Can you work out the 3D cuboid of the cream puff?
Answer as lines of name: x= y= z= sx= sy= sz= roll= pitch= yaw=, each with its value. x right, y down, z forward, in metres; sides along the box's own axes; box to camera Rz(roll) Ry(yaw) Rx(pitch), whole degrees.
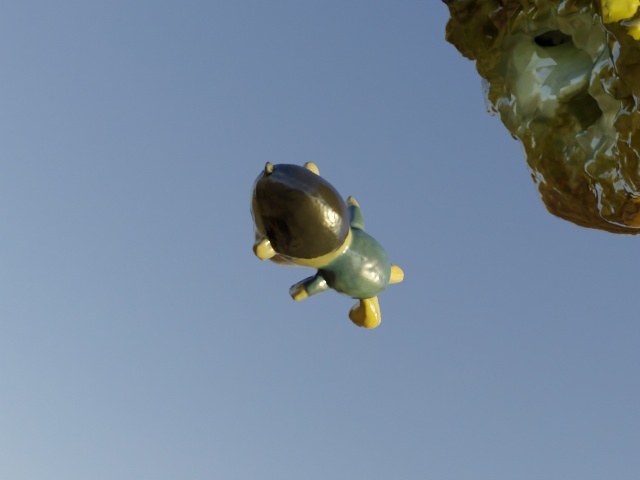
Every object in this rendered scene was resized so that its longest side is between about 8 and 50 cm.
cream puff: x=0.279 y=-0.151 z=0.827 sx=0.270 sy=0.274 sz=0.323 roll=59 pitch=-13 yaw=-15

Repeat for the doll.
doll: x=0.000 y=0.000 z=0.818 sx=0.088 sy=0.102 sz=0.179 roll=9 pitch=-32 yaw=39
